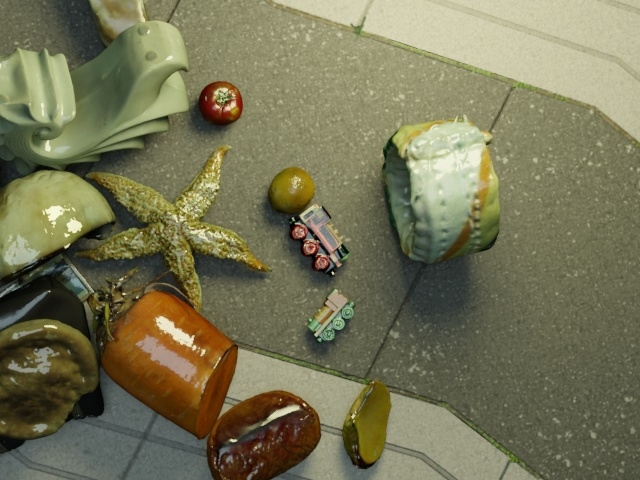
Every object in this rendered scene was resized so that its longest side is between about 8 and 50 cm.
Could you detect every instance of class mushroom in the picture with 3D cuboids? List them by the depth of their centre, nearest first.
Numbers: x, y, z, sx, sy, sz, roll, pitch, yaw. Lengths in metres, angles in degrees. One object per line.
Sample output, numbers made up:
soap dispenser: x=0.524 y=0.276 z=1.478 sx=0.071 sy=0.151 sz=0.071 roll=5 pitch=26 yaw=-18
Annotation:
mushroom: x=-0.506 y=-0.031 z=1.646 sx=0.267 sy=0.189 sz=0.164 roll=-30 pitch=92 yaw=-14

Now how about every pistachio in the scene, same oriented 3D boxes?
pistachio: x=0.083 y=0.353 z=1.817 sx=0.090 sy=0.049 sz=0.172 roll=12 pitch=86 yaw=-28

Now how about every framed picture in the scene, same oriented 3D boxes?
framed picture: x=-0.520 y=0.102 z=1.780 sx=0.149 sy=0.011 sz=0.109 roll=-38 pitch=93 yaw=-5

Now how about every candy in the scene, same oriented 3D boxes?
candy: x=-0.390 y=-0.469 z=1.756 sx=0.102 sy=0.104 sz=0.234 roll=-16 pitch=91 yaw=-5

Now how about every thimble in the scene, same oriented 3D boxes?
thimble: x=0.220 y=-0.097 z=1.720 sx=0.167 sy=0.288 sz=0.254 roll=-12 pitch=59 yaw=-7

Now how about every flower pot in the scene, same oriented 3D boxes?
flower pot: x=-0.407 y=-0.249 z=1.668 sx=0.368 sy=0.254 sz=0.164 roll=-16 pitch=69 yaw=-7

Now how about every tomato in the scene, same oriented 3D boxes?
tomato: x=-0.191 y=-0.259 z=1.789 sx=0.087 sy=0.075 sz=0.087 roll=3 pitch=74 yaw=-11

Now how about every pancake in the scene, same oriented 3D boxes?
pancake: x=-0.501 y=0.247 z=1.638 sx=0.236 sy=0.042 sz=0.222 roll=-33 pitch=121 yaw=-3

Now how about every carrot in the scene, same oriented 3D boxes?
carrot: x=-0.292 y=0.194 z=1.705 sx=0.331 sy=0.214 sz=0.193 roll=35 pitch=42 yaw=0

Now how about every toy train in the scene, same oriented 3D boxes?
toy train: x=0.000 y=0.000 z=1.815 sx=0.087 sy=0.050 sz=0.138 roll=-37 pitch=93 yaw=-8
toy train: x=0.019 y=0.149 z=1.818 sx=0.064 sy=0.044 sz=0.103 roll=41 pitch=83 yaw=0

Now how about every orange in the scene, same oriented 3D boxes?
orange: x=-0.058 y=-0.093 z=1.794 sx=0.095 sy=0.085 sz=0.085 roll=-42 pitch=93 yaw=10

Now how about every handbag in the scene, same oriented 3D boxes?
handbag: x=-0.564 y=0.244 z=1.712 sx=0.342 sy=0.152 sz=0.288 roll=-22 pitch=107 yaw=-5

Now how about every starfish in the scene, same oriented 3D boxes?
starfish: x=-0.287 y=-0.004 z=1.779 sx=0.358 sy=0.078 sz=0.347 roll=-24 pitch=94 yaw=-6

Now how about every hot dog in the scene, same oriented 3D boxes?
hot dog: x=-0.109 y=0.377 z=1.767 sx=0.227 sy=0.099 sz=0.160 roll=-21 pitch=91 yaw=-17
